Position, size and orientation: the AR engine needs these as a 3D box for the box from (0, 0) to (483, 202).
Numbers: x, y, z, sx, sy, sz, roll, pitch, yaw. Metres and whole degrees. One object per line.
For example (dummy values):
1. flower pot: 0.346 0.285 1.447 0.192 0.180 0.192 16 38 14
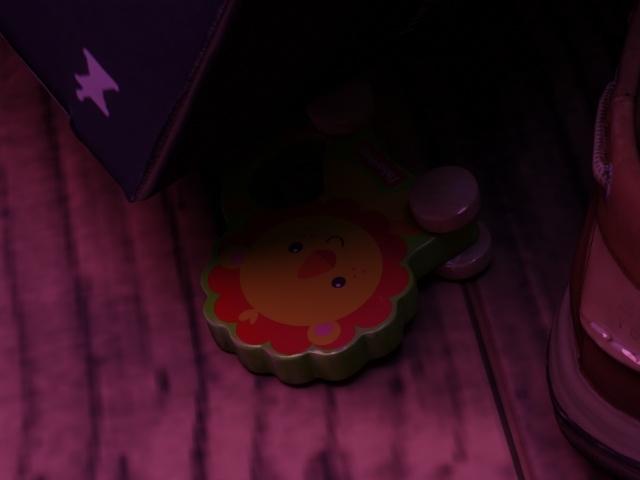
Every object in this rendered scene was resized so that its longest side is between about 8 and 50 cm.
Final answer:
1. box: 0.017 -0.253 0.609 0.395 0.212 0.293 -34 77 -34

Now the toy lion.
1. toy lion: 0.000 0.000 0.589 0.096 0.034 0.100 -32 48 -13

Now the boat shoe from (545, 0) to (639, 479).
1. boat shoe: 0.157 -0.067 0.569 0.122 0.120 0.324 9 47 16
